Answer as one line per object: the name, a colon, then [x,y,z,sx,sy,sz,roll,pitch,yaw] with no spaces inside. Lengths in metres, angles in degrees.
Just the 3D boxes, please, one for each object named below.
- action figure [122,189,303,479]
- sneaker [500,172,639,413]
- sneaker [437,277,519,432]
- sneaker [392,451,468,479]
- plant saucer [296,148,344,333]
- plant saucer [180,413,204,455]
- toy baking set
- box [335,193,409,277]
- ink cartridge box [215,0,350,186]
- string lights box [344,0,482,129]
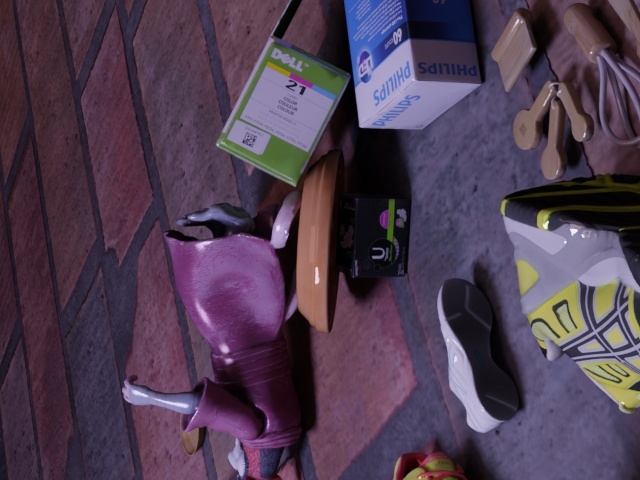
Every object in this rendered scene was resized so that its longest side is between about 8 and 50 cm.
action figure: [-0.075,0.136,1.739,0.276,0.248,0.370,-13,91,23]
sneaker: [0.258,0.051,0.997,0.385,0.145,0.147,-145,44,-70]
sneaker: [0.136,0.108,1.339,0.061,0.054,0.152,123,140,-55]
sneaker: [0.114,0.249,1.356,0.208,0.082,0.094,-174,87,-66]
plant saucer: [0.000,0.000,1.553,0.200,0.037,0.199,3,-90,-86]
plant saucer: [-0.187,0.274,2.112,0.083,0.015,0.083,180,90,-66]
toy baking set: [0.220,-0.158,1.183,0.256,0.030,0.196,155,110,-64]
box: [0.054,-0.006,1.508,0.052,0.062,0.083,-159,70,-66]
ink cartridge box: [-0.010,-0.192,1.549,0.255,0.097,0.189,-63,2,2]
string lights box: [0.081,-0.254,1.428,0.133,0.077,0.259,146,120,-62]
